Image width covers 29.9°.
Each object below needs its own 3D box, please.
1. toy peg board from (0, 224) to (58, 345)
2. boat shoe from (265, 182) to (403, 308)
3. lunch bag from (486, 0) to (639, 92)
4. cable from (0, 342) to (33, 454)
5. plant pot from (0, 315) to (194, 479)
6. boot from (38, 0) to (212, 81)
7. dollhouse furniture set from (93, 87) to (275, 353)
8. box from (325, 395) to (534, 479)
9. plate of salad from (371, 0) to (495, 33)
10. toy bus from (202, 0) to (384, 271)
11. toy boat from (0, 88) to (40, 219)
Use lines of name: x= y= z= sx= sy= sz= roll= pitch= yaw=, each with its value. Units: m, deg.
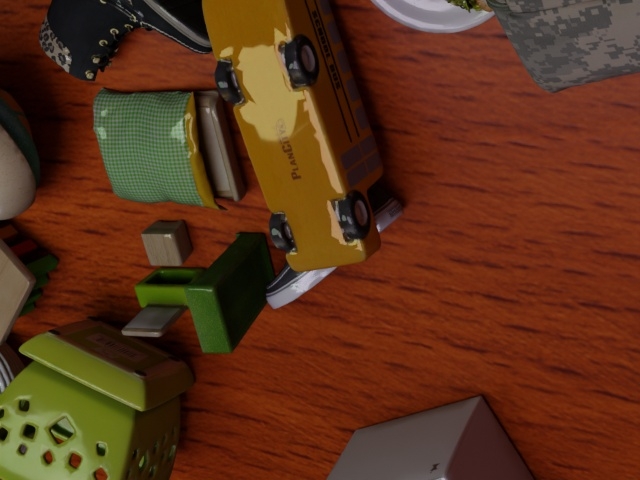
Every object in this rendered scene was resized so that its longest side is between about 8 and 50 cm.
toy peg board: x=-0.466 y=0.039 z=1.733 sx=0.160 sy=0.079 sz=0.161 roll=46 pitch=130 yaw=12
boat shoe: x=0.000 y=0.000 z=1.468 sx=0.076 sy=0.080 sz=0.228 roll=50 pitch=127 yaw=-2
lunch bag: x=0.301 y=-0.258 z=1.076 sx=0.305 sy=0.212 sz=0.256 roll=-3 pitch=134 yaw=31
cable: x=-0.552 y=0.252 z=1.835 sx=0.257 sy=0.089 sz=0.257 roll=-19 pitch=81 yaw=29
plant pot: x=-0.315 y=0.237 z=1.665 sx=0.228 sy=0.227 sz=0.207 roll=23 pitch=99 yaw=12
boot: x=-0.228 y=-0.254 z=1.419 sx=0.236 sy=0.085 sz=0.178 roll=38 pitch=131 yaw=9
dollhouse furniture set: x=-0.199 y=-0.027 z=1.499 sx=0.197 sy=0.151 sz=0.301 roll=0 pitch=119 yaw=26
box: x=0.184 y=0.407 z=1.570 sx=0.215 sy=0.168 sz=0.345 roll=-21 pitch=109 yaw=35
plate of salad: x=0.114 y=-0.306 z=1.240 sx=0.200 sy=0.048 sz=0.200 roll=13 pitch=125 yaw=19
toy bus: x=-0.021 y=-0.138 z=1.332 sx=0.108 sy=0.130 sz=0.333 roll=-11 pitch=107 yaw=30
toy boat: x=-0.481 y=-0.177 z=1.546 sx=0.318 sy=0.148 sz=0.267 roll=39 pitch=158 yaw=2
